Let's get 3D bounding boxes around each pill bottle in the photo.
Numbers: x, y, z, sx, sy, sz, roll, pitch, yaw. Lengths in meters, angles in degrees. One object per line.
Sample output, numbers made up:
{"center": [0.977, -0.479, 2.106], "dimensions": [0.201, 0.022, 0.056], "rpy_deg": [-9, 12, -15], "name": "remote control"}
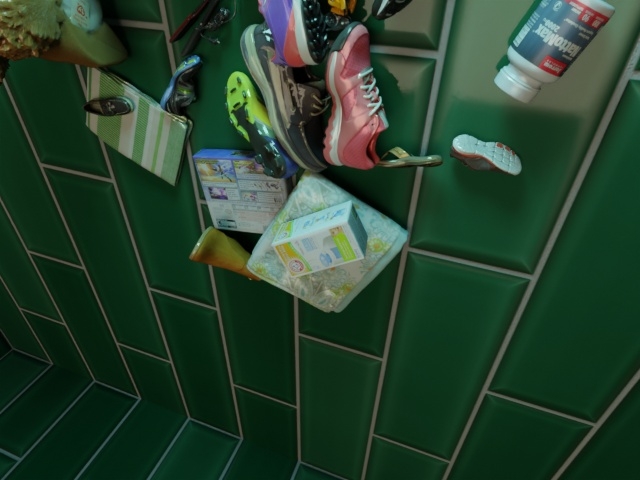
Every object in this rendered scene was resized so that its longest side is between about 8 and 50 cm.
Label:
{"center": [0.399, -0.342, 0.722], "dimensions": [0.108, 0.108, 0.180], "rpy_deg": [30, 131, 1], "name": "pill bottle"}

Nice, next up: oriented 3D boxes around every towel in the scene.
{"center": [0.006, 0.026, 1.137], "dimensions": [0.321, 0.090, 0.374], "rpy_deg": [30, 124, -12], "name": "towel"}
{"center": [-0.540, -0.336, 1.206], "dimensions": [0.325, 0.038, 0.247], "rpy_deg": [32, 131, -2], "name": "towel"}

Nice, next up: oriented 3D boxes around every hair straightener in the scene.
{"center": [-0.256, -0.502, 0.952], "dimensions": [0.230, 0.047, 0.089], "rpy_deg": [-28, 110, 32], "name": "hair straightener"}

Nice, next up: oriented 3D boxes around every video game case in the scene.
{"center": [-0.208, -0.137, 1.180], "dimensions": [0.270, 0.061, 0.244], "rpy_deg": [6, 127, 19], "name": "video game case"}

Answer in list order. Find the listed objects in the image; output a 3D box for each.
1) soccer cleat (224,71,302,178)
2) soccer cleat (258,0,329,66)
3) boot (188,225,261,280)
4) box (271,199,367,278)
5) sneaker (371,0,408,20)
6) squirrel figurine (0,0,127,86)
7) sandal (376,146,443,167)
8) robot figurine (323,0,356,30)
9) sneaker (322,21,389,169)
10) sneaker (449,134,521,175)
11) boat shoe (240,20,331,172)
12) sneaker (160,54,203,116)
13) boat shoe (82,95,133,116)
{"center": [-0.140, -0.283, 1.020], "dimensions": [0.093, 0.121, 0.289], "rpy_deg": [-32, 85, 41], "name": "soccer cleat"}
{"center": [-0.075, -0.475, 0.733], "dimensions": [0.117, 0.108, 0.318], "rpy_deg": [4, 127, 27], "name": "soccer cleat"}
{"center": [-0.261, 0.053, 1.231], "dimensions": [0.211, 0.295, 0.104], "rpy_deg": [34, 94, -5], "name": "boot"}
{"center": [0.000, 0.000, 1.009], "dimensions": [0.203, 0.103, 0.114], "rpy_deg": [-17, 118, 21], "name": "box"}
{"center": [0.146, -0.532, 0.716], "dimensions": [0.108, 0.100, 0.271], "rpy_deg": [34, 129, 17], "name": "sneaker"}
{"center": [-0.720, -0.503, 0.925], "dimensions": [0.371, 0.396, 0.280], "rpy_deg": [4, 130, 12], "name": "squirrel figurine"}
{"center": [0.194, -0.194, 0.955], "dimensions": [0.180, 0.072, 0.048], "rpy_deg": [3, 96, 32], "name": "sandal"}
{"center": [-0.036, -0.537, 0.792], "dimensions": [0.291, 0.085, 0.211], "rpy_deg": [25, 131, 7], "name": "robot figurine"}
{"center": [0.092, -0.293, 0.879], "dimensions": [0.136, 0.116, 0.313], "rpy_deg": [25, 137, 25], "name": "sneaker"}
{"center": [0.360, -0.181, 0.906], "dimensions": [0.158, 0.061, 0.065], "rpy_deg": [26, 158, 6], "name": "sneaker"}
{"center": [-0.047, -0.320, 0.928], "dimensions": [0.130, 0.132, 0.355], "rpy_deg": [-12, 120, 31], "name": "boat shoe"}
{"center": [-0.347, -0.397, 1.061], "dimensions": [0.078, 0.067, 0.188], "rpy_deg": [27, 133, -25], "name": "sneaker"}
{"center": [-0.593, -0.368, 1.145], "dimensions": [0.152, 0.049, 0.056], "rpy_deg": [4, 127, 22], "name": "boat shoe"}
